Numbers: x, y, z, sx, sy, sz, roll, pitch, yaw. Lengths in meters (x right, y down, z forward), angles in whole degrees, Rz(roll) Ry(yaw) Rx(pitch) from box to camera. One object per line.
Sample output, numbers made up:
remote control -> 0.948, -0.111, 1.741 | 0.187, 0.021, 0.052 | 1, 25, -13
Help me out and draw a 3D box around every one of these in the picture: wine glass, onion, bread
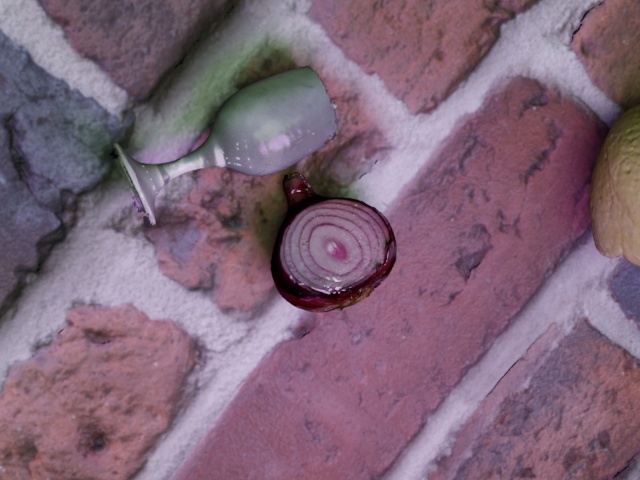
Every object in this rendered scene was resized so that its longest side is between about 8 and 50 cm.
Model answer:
wine glass -> -0.134, -0.139, 1.803 | 0.321, 0.143, 0.143 | -23, 108, -8
onion -> 0.000, 0.000, 1.881 | 0.195, 0.140, 0.218 | -30, 74, -12
bread -> 0.560, -0.074, 1.910 | 0.321, 0.320, 0.237 | -3, 124, -13
